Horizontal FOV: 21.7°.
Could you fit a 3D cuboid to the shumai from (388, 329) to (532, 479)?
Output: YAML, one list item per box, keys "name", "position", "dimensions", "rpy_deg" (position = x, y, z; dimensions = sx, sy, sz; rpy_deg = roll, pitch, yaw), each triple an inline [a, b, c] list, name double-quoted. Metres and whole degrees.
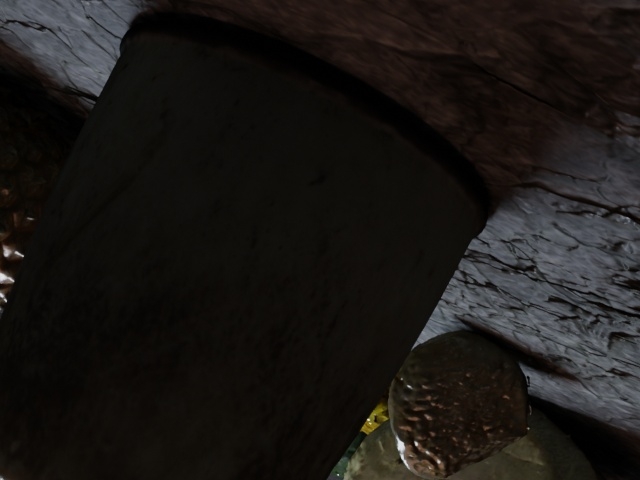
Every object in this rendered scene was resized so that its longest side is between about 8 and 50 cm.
- name: "shumai"
  position: [0.130, 0.144, 1.583]
  dimensions: [0.145, 0.145, 0.116]
  rpy_deg: [27, -169, -2]

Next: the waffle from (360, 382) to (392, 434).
- name: "waffle"
  position: [0.048, 0.176, 1.938]
  dimensions: [0.197, 0.070, 0.193]
  rpy_deg: [24, 167, 24]

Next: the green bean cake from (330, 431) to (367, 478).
- name: "green bean cake"
  position: [0.001, 0.258, 2.277]
  dimensions: [0.181, 0.094, 0.173]
  rpy_deg: [34, 164, -33]

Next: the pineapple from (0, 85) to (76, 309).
- name: "pineapple"
  position: [-0.273, -0.009, 1.568]
  dimensions: [0.202, 0.202, 0.362]
  rpy_deg: [12, 162, 47]

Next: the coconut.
- name: "coconut"
  position: [0.182, 0.327, 1.791]
  dimensions: [0.297, 0.297, 0.309]
  rpy_deg: [19, 163, 31]

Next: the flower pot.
- name: "flower pot"
  position: [-0.081, 0.059, 1.172]
  dimensions: [0.293, 0.330, 0.293]
  rpy_deg: [26, 169, 6]
